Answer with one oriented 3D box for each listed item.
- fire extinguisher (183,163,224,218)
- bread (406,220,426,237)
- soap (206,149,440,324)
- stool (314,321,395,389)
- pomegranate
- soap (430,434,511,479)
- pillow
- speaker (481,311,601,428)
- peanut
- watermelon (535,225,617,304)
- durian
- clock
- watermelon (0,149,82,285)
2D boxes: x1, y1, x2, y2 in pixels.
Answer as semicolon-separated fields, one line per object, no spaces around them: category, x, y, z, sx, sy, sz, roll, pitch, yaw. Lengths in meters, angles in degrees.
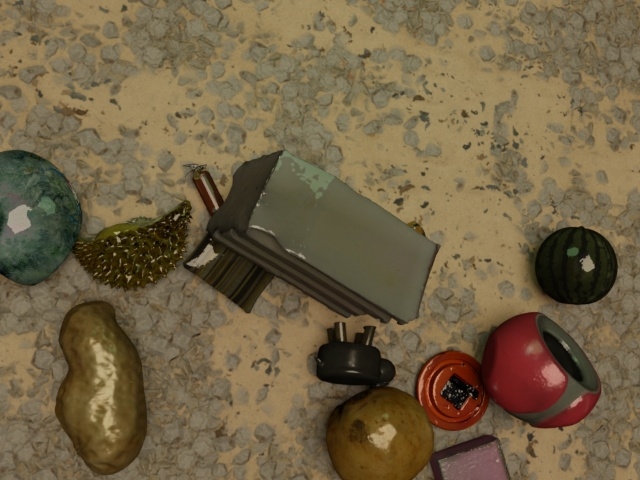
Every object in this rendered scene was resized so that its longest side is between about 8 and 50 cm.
fire extinguisher;-0.282;-0.119;1.635;0.062;0.050;0.177;-28;88;-7
bread;0.226;-0.002;1.729;0.106;0.053;0.072;-37;115;-12
soap;0.000;0.000;1.496;0.435;0.350;0.212;31;76;-21
stool;0.083;0.290;1.624;0.153;0.228;0.139;-8;65;31
pomegranate;0.140;0.468;1.550;0.261;0.260;0.260;2;82;-12
soap;0.400;0.649;1.665;0.181;0.081;0.259;-16;87;-13
pillow;-0.198;0.039;1.617;0.212;0.052;0.208;40;76;-20
speaker;0.555;0.329;1.641;0.295;0.294;0.294;2;82;-12
peanut;-0.495;0.327;1.473;0.192;0.169;0.386;-8;81;-9
watermelon;0.678;0.065;1.740;0.212;0.212;0.212;2;82;-12
durian;-0.430;0.012;1.550;0.306;0.166;0.172;-26;127;-2
clock;0.346;0.390;1.703;0.205;0.051;0.205;2;82;-11
watermelon;-0.671;-0.073;1.452;0.188;0.175;0.321;-31;90;16
